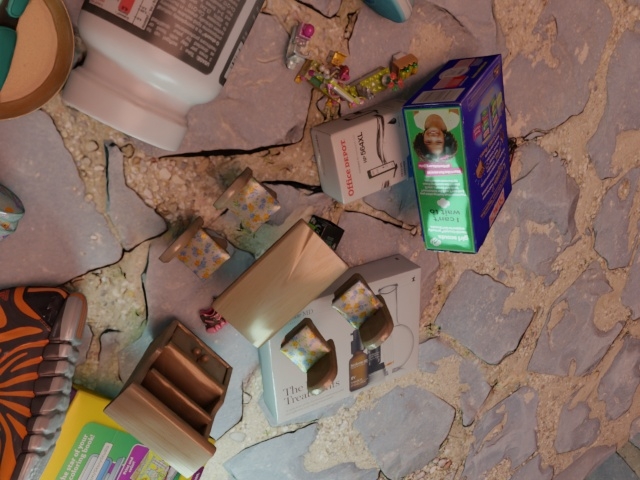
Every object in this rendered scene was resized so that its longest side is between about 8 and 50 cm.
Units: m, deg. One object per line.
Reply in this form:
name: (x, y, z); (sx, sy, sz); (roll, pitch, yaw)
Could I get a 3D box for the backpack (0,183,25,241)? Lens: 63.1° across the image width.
backpack: (-0.514, -0.054, 0.719); (0.115, 0.152, 0.182); (-39, 137, 2)

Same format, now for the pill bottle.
pill bottle: (-0.204, -0.324, 0.729); (0.210, 0.210, 0.363); (23, 98, -34)

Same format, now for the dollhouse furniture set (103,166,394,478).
dollhouse furniture set: (-0.131, 0.146, 0.877); (0.394, 0.256, 0.362); (-43, 103, 9)

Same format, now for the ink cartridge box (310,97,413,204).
ink cartridge box: (0.098, -0.178, 1.035); (0.203, 0.086, 0.148); (-25, 121, -19)

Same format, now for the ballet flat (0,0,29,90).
ballet flat: (-0.431, -0.294, 0.669); (0.087, 0.083, 0.247); (25, 98, -10)

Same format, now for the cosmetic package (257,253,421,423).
cosmetic package: (0.047, 0.214, 1.175); (0.377, 0.097, 0.284); (-15, 115, -23)

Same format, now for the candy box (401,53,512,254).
candy box: (0.290, -0.175, 1.058); (0.268, 0.122, 0.317); (-48, 131, -42)

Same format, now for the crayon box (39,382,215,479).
crayon box: (-0.412, 0.487, 0.958); (0.313, 0.106, 0.362); (37, 67, -34)

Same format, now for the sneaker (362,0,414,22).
sneaker: (0.105, -0.541, 0.858); (0.208, 0.127, 0.319); (-49, 126, 0)

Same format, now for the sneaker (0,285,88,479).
sneaker: (-0.493, 0.226, 0.817); (0.180, 0.124, 0.321); (10, 66, -13)

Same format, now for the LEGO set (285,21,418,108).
LEGO set: (0.075, -0.299, 0.956); (0.287, 0.107, 0.132); (3, 110, -30)

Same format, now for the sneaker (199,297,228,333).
sneaker: (-0.188, 0.132, 1.042); (0.119, 0.047, 0.057); (-35, 112, -13)

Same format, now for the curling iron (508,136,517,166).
curling iron: (0.420, -0.119, 1.270); (0.068, 0.035, 0.274); (2, 109, -25)

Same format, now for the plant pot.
plant pot: (-0.466, -0.284, 0.710); (0.236, 0.032, 0.236); (-12, 117, -24)

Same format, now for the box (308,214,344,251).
box: (0.000, 0.000, 1.072); (0.052, 0.062, 0.083); (18, 102, -35)
